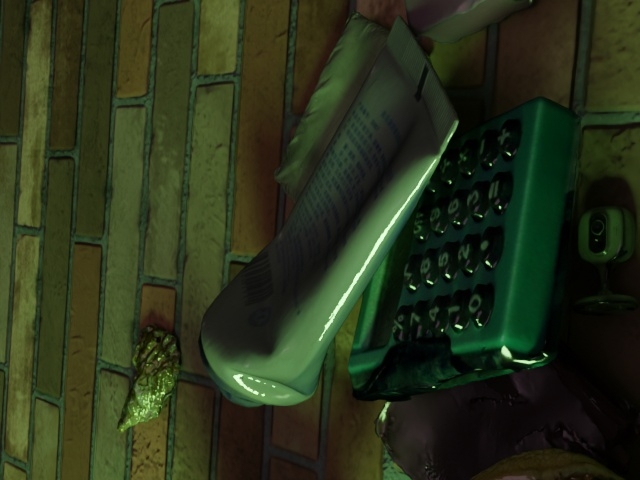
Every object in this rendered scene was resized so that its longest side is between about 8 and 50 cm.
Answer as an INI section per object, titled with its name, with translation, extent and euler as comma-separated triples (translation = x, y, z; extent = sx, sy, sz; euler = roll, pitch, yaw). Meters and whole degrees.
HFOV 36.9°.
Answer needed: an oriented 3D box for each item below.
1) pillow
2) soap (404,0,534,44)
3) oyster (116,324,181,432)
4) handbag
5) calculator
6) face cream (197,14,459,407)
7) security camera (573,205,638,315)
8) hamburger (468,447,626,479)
[pillow]
translation = 0.028, -0.129, 1.056
extent = 0.128, 0.051, 0.229
euler = 45, 118, 34
[soap]
translation = 0.132, -0.306, 0.943
extent = 0.122, 0.065, 0.203
euler = -20, 73, 44
[oyster]
translation = -0.240, 0.185, 1.340
extent = 0.146, 0.045, 0.121
euler = -45, 44, 35
[handbag]
translation = 0.170, 0.174, 0.880
extent = 0.216, 0.074, 0.203
euler = 45, 120, 36
[calculator]
translation = 0.116, 0.016, 0.857
extent = 0.274, 0.058, 0.248
euler = -25, 49, 60
[face cream]
translation = 0.000, 0.000, 0.956
extent = 0.420, 0.137, 0.235
euler = -61, 22, 27
[security camera]
translation = 0.244, 0.015, 0.829
extent = 0.058, 0.058, 0.092
euler = -16, 69, 45
[hamburger]
translation = 0.176, 0.292, 0.755
extent = 0.286, 0.146, 0.243
euler = -10, 108, 26
